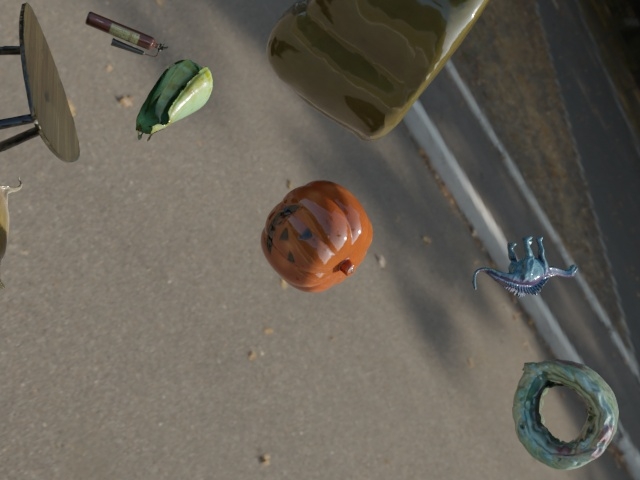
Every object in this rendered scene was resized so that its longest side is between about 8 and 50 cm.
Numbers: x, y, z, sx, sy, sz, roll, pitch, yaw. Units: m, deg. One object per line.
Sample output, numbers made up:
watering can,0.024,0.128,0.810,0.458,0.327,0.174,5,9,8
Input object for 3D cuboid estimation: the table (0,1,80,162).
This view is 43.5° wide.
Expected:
table,-0.635,-0.244,1.545,0.317,0.249,0.317,167,-90,-86

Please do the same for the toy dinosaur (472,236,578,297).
toy dinosaur,0.284,0.037,1.108,0.197,0.045,0.080,-5,82,-31

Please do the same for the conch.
conch,-0.220,-0.220,1.230,0.079,0.106,0.170,40,47,-14

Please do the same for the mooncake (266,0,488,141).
mooncake,0.118,-0.402,1.378,0.262,0.467,0.467,37,29,-4

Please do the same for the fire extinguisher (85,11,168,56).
fire extinguisher,-0.401,-0.419,1.659,0.173,0.035,0.049,19,77,-18

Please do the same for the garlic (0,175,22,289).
garlic,-0.634,-0.057,1.475,0.148,0.129,0.266,83,10,-56

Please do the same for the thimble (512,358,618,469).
thimble,0.461,0.321,1.527,0.211,0.185,0.149,63,19,18

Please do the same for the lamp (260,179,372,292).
lamp,0.000,0.000,1.335,0.164,0.187,0.188,46,17,26
